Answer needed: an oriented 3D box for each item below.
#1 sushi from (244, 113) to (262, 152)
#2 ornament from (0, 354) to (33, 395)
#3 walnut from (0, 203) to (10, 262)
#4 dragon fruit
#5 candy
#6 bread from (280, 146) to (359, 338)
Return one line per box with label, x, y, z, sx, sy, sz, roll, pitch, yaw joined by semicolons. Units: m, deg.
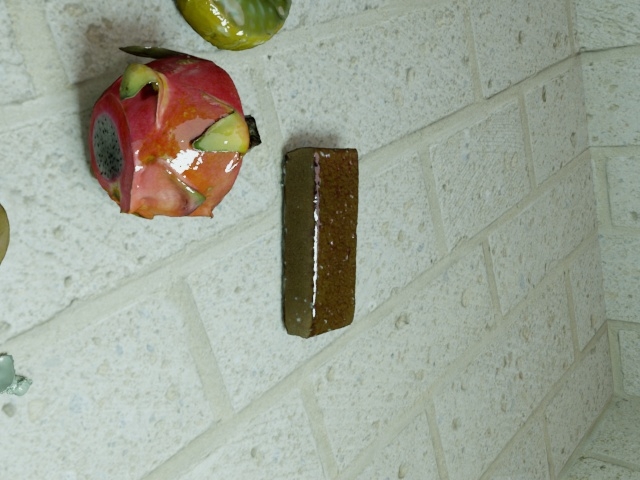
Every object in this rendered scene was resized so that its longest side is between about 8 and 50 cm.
sushi;-0.186;-0.194;1.271;0.150;0.091;0.078;-27;109;-40
ornament;-0.495;0.214;1.020;0.092;0.041;0.068;54;34;-21
walnut;-0.526;0.012;0.864;0.198;0.198;0.245;47;61;-38
dragon fruit;-0.270;-0.164;1.065;0.189;0.291;0.290;-3;95;-42
candy;-0.167;-0.494;1.251;0.260;0.118;0.259;2;87;-49
bread;0.000;0.000;1.467;0.165;0.113;0.416;-5;98;-45
